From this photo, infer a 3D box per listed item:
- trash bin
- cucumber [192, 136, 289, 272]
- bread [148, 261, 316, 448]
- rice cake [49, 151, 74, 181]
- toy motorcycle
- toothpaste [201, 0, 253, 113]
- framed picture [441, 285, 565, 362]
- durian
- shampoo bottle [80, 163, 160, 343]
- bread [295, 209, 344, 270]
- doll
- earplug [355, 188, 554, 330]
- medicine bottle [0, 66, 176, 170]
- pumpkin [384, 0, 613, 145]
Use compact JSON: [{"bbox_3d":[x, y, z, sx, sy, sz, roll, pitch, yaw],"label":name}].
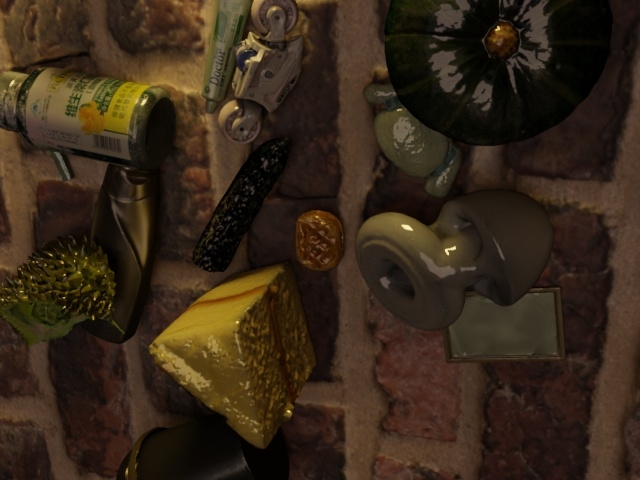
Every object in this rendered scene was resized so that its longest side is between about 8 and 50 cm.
[{"bbox_3d":[-0.244,0.445,1.471,0.334,0.214,0.214,-24,102,20],"label":"trash bin"},{"bbox_3d":[-0.132,-0.064,1.316,0.072,0.072,0.300,34,116,1],"label":"cucumber"},{"bbox_3d":[-0.137,0.204,1.319,0.198,0.263,0.236,-13,107,24],"label":"bread"},{"bbox_3d":[-0.483,-0.164,1.406,0.022,0.021,0.121,-17,105,11],"label":"rice cake"},{"bbox_3d":[-0.086,-0.266,1.217,0.112,0.112,0.254,23,114,7],"label":"toy motorcycle"},{"bbox_3d":[-0.156,-0.309,1.245,0.064,0.041,0.218,15,112,-4],"label":"toothpaste"},{"bbox_3d":[0.304,0.144,1.301,0.201,0.010,0.136,-4,110,18],"label":"framed picture"},{"bbox_3d":[-0.481,0.095,1.423,0.355,0.157,0.169,-14,124,44],"label":"durian"},{"bbox_3d":[-0.363,0.017,1.408,0.126,0.084,0.350,23,115,14],"label":"shampoo bottle"},{"bbox_3d":[0.000,0.000,1.316,0.083,0.044,0.110,3,113,12],"label":"bread"},{"bbox_3d":[0.145,-0.159,1.194,0.103,0.071,0.214,-32,103,26],"label":"doll"},{"bbox_3d":[0.200,0.026,1.209,0.326,0.175,0.214,-17,110,32],"label":"earplug"},{"bbox_3d":[-0.401,-0.210,1.297,0.293,0.141,0.141,12,114,12],"label":"medicine bottle"},{"bbox_3d":[0.237,-0.275,1.053,0.300,0.207,0.300,1,102,6],"label":"pumpkin"}]
